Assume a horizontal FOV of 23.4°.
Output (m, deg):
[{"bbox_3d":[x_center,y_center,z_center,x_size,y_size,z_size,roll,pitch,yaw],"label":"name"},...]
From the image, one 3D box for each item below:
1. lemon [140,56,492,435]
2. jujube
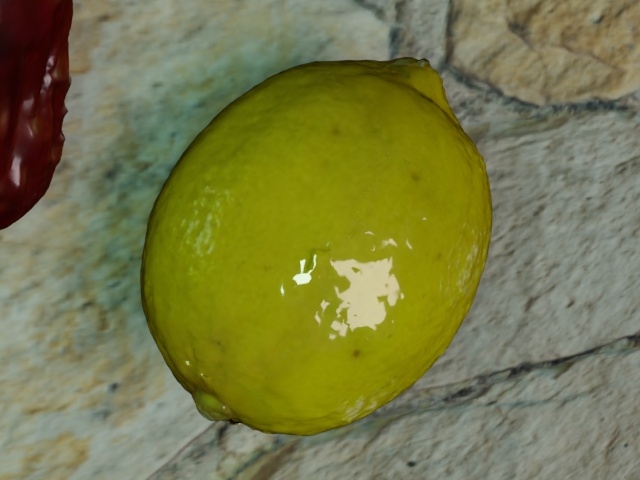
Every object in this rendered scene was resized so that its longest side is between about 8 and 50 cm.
[{"bbox_3d":[-0.002,0.004,1.066,0.263,0.236,0.236,-31,131,-17],"label":"lemon"},{"bbox_3d":[-0.210,-0.111,0.855,0.155,0.155,0.230,-23,130,-37],"label":"jujube"}]
